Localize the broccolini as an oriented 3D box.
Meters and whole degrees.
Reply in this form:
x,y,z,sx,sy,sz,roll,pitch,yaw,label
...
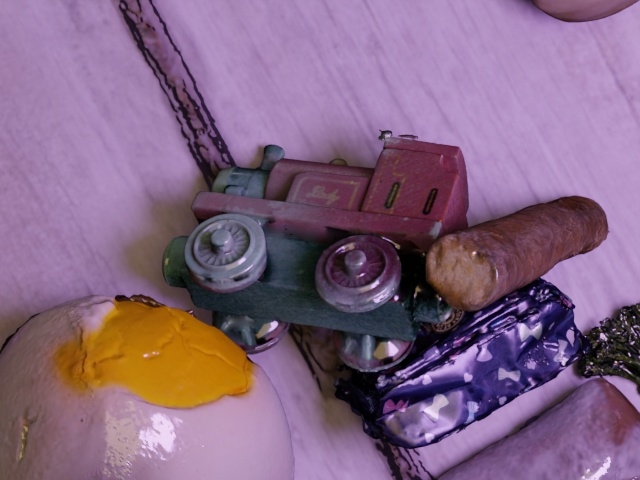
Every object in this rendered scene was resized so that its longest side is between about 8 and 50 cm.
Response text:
x,y,z,sx,sy,sz,roll,pitch,yaw,label
0.345,0.199,1.625,0.123,0.062,0.271,-6,91,2,broccolini

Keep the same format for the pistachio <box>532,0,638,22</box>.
x,y,z,sx,sy,sz,roll,pitch,yaw,label
0.292,-0.297,1.602,0.185,0.124,0.124,-20,90,-11,pistachio

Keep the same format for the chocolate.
x,y,z,sx,sy,sz,roll,pitch,yaw,label
0.232,0.294,1.566,0.303,0.100,0.185,-35,98,3,chocolate

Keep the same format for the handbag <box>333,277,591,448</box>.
x,y,z,sx,sy,sz,roll,pitch,yaw,label
0.141,0.114,1.547,0.260,0.162,0.113,-28,105,-8,handbag

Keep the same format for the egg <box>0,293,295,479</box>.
x,y,z,sx,sy,sz,roll,pitch,yaw,label
-0.196,0.222,1.437,0.337,0.201,0.337,2,103,7,egg

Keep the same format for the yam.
x,y,z,sx,sy,sz,roll,pitch,yaw,label
0.204,0.005,1.489,0.081,0.357,0.081,4,100,27,yam

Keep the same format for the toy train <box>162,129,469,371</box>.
x,y,z,sx,sy,sz,roll,pitch,yaw,label
0.000,0.000,1.505,0.304,0.150,0.221,8,55,19,toy train
